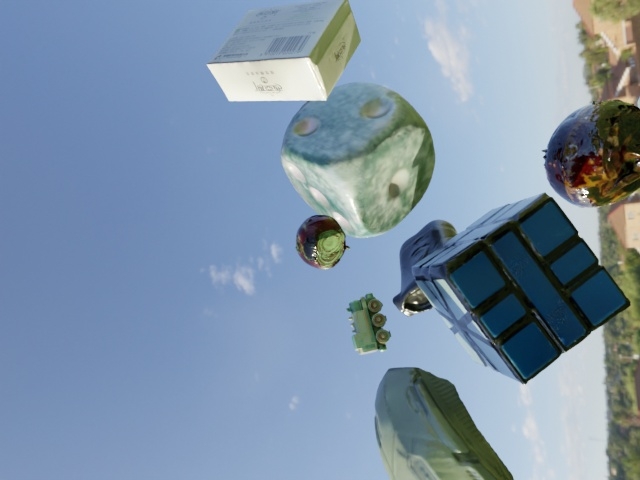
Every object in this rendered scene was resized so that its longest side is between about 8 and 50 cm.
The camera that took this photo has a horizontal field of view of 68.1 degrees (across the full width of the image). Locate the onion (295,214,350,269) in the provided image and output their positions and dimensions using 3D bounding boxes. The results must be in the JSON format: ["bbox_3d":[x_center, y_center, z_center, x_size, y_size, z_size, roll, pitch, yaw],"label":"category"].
[{"bbox_3d":[0.000,0.000,1.000,0.119,0.119,0.117,-30,-43,-56],"label":"onion"}]

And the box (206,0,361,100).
[{"bbox_3d":[-0.074,-0.393,0.986,0.194,0.261,0.111,-63,-37,-26],"label":"box"}]

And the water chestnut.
[{"bbox_3d":[0.745,-0.223,1.215,0.300,0.300,0.299,15,-107,-57],"label":"water chestnut"}]

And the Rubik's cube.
[{"bbox_3d":[0.408,0.098,1.042,0.288,0.284,0.293,54,173,4],"label":"Rubik's cube"}]

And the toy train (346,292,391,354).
[{"bbox_3d":[0.154,0.270,1.538,0.080,0.126,0.193,86,171,-71],"label":"toy train"}]

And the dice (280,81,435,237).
[{"bbox_3d":[0.105,-0.236,1.393,0.330,0.348,0.327,-43,-40,-13],"label":"dice"}]

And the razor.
[{"bbox_3d":[0.311,0.074,1.358,0.113,0.204,0.349,46,-153,-13],"label":"razor"}]

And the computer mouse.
[{"bbox_3d":[0.241,0.463,0.988,0.146,0.228,0.428,2,-133,-49],"label":"computer mouse"}]

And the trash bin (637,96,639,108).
[{"bbox_3d":[1.080,-0.485,1.287,0.280,0.281,0.431,25,-91,-54],"label":"trash bin"}]
